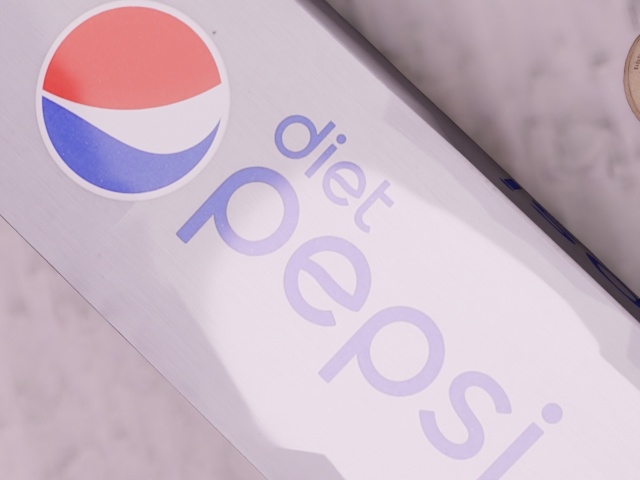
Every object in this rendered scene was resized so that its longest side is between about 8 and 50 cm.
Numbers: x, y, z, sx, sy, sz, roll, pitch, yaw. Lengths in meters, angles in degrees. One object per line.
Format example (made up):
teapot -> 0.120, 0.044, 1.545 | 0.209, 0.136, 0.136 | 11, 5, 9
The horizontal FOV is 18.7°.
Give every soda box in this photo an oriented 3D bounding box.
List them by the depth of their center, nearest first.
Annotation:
soda box -> 0.000, 0.000, 0.501 | 0.286, 0.098, 0.091 | 44, 98, 8

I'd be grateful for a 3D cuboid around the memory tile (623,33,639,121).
memory tile -> 0.148, -0.092, 0.519 | 0.113, 0.012, 0.148 | 11, 91, 10
